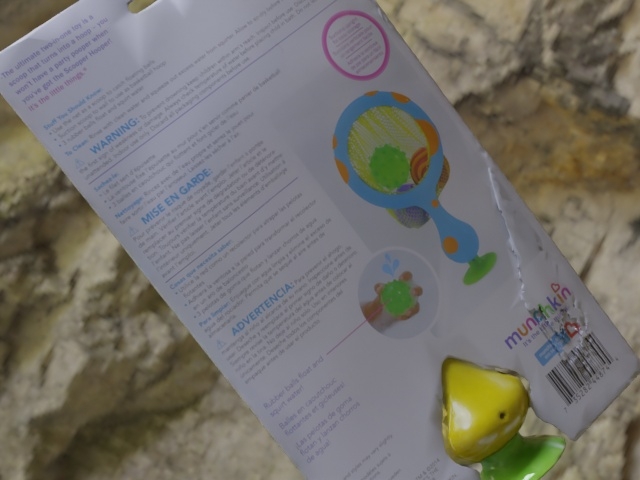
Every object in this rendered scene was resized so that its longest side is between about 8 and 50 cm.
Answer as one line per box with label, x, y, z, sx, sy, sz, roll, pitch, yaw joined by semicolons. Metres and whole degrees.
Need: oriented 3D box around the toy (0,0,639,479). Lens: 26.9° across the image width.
toy;0.000;0.000;0.500;0.237;0.137;0.056;51;-24;-1
